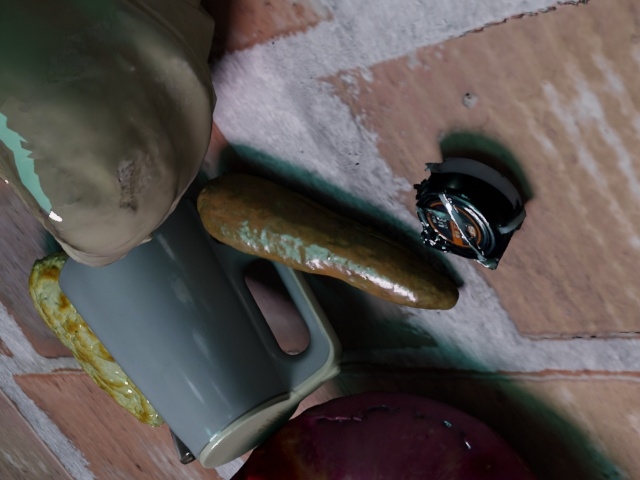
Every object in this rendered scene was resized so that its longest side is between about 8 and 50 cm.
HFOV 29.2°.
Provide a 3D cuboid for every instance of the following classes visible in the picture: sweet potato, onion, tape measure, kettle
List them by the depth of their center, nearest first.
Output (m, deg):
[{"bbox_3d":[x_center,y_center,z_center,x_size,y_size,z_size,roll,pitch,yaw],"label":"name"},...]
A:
[{"bbox_3d":[0.119,-0.022,0.991,0.091,0.054,0.094,24,149,23],"label":"tape measure"},{"bbox_3d":[0.000,0.000,1.128,0.273,0.075,0.075,21,141,22],"label":"sweet potato"},{"bbox_3d":[0.065,0.342,1.195,0.358,0.358,0.345,21,147,29],"label":"onion"},{"bbox_3d":[-0.108,0.080,1.220,0.243,0.210,0.160,53,180,18],"label":"kettle"}]

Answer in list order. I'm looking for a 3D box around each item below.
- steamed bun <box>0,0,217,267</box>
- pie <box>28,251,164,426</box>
[{"bbox_3d":[-0.201,-0.144,1.046,0.310,0.219,0.324,52,173,11],"label":"steamed bun"},{"bbox_3d":[-0.262,0.111,1.500,0.201,0.090,0.248,16,140,50],"label":"pie"}]
